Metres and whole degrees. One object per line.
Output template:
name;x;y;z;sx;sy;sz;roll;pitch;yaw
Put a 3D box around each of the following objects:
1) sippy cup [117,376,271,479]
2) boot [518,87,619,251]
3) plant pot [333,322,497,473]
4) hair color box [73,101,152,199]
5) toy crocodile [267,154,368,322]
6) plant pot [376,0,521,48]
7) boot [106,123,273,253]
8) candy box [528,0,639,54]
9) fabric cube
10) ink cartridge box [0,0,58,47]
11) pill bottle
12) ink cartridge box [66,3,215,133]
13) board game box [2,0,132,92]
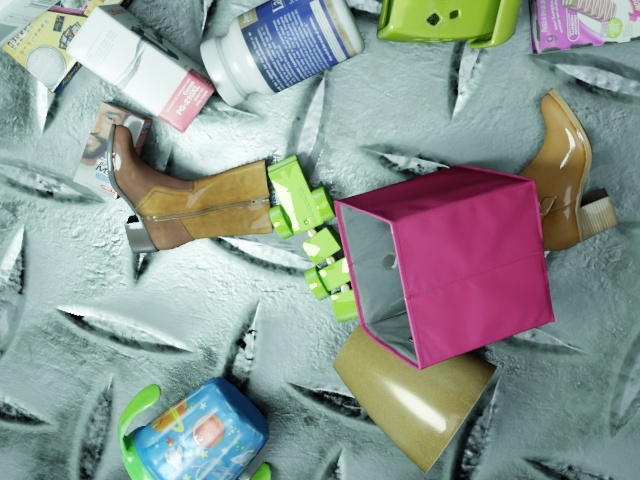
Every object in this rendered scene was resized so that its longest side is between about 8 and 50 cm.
sippy cup;-0.228;0.397;1.520;0.224;0.305;0.240;-43;66;1
boot;0.389;-0.112;1.413;0.220;0.109;0.283;-21;102;16
plant pot;0.159;0.261;1.454;0.254;0.237;0.237;34;103;13
hair color box;-0.401;-0.174;1.498;0.093;0.053;0.167;24;102;1
toy crocodile;0.000;0.000;1.474;0.115;0.105;0.340;-28;93;9
plant pot;0.223;-0.434;1.297;0.207;0.227;0.228;10;102;-3
boot;-0.239;-0.110;1.442;0.281;0.096;0.264;-11;108;-1
candy box;0.485;-0.417;1.344;0.234;0.071;0.159;-7;100;7
fabric cube;0.205;0.033;1.325;0.258;0.254;0.259;-17;105;-17
ink cartridge box;-0.583;-0.571;1.371;0.308;0.091;0.384;-24;82;31
pill bottle;-0.068;-0.349;1.375;0.265;0.153;0.153;-24;98;10
ink cartridge box;-0.307;-0.309;1.379;0.237;0.172;0.100;35;103;-13
board game box;-0.487;-0.424;1.461;0.165;0.042;0.243;43;103;-4
